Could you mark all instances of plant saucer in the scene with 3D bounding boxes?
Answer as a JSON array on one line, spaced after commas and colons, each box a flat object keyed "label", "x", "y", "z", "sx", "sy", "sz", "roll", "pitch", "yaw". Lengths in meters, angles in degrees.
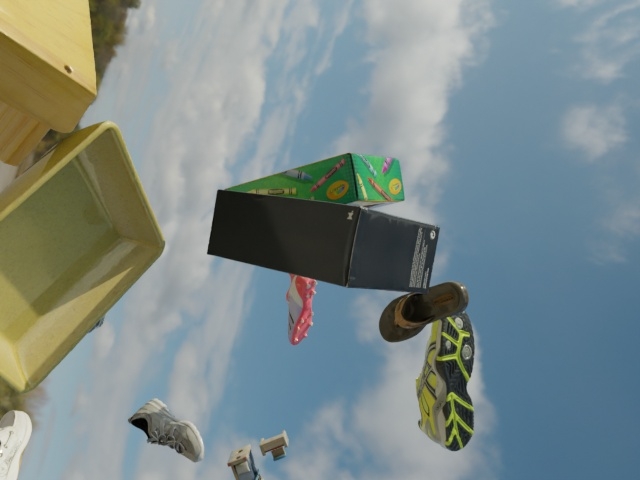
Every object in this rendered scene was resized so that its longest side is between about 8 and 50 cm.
[{"label": "plant saucer", "x": -0.396, "y": 0.022, "z": 0.889, "sx": 0.333, "sy": 0.081, "sz": 0.333, "roll": -51, "pitch": 160, "yaw": -26}]

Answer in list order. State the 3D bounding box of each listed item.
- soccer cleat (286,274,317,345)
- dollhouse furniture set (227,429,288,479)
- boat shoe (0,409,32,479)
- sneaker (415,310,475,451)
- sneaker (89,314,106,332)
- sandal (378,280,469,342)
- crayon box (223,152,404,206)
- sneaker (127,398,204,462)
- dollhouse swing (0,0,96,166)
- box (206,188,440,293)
[{"label": "soccer cleat", "x": -0.074, "y": 0.214, "z": 1.938, "sx": 0.095, "sy": 0.083, "sz": 0.248, "roll": 26, "pitch": -64, "yaw": 33}, {"label": "dollhouse furniture set", "x": -0.176, "y": 0.698, "z": 1.889, "sx": 0.129, "sy": 0.183, "sz": 0.129, "roll": 130, "pitch": -61, "yaw": -88}, {"label": "boat shoe", "x": -0.733, "y": 0.470, "z": 1.382, "sx": 0.098, "sy": 0.096, "sz": 0.277, "roll": -43, "pitch": -151, "yaw": 2}, {"label": "sneaker", "x": 0.312, "y": 0.350, "z": 1.611, "sx": 0.147, "sy": 0.145, "sz": 0.385, "roll": -1, "pitch": -95, "yaw": 53}, {"label": "sneaker", "x": -0.708, "y": 0.200, "z": 1.790, "sx": 0.102, "sy": 0.146, "sz": 0.293, "roll": 42, "pitch": -46, "yaw": 16}, {"label": "sandal", "x": 0.196, "y": 0.144, "z": 1.224, "sx": 0.219, "sy": 0.060, "sz": 0.090, "roll": -27, "pitch": -105, "yaw": 39}, {"label": "crayon box", "x": -0.013, "y": -0.080, "z": 1.079, "sx": 0.278, "sy": 0.165, "sz": 0.081, "roll": -11, "pitch": -93, "yaw": 34}, {"label": "sneaker", "x": -0.455, "y": 0.582, "z": 1.801, "sx": 0.281, "sy": 0.115, "sz": 0.105, "roll": 21, "pitch": -62, "yaw": 34}, {"label": "dollhouse swing", "x": -0.563, "y": -0.349, "z": 1.028, "sx": 0.305, "sy": 0.315, "sz": 0.347, "roll": -24, "pitch": -116, "yaw": 19}, {"label": "box", "x": 0.000, "y": 0.000, "z": 0.839, "sx": 0.261, "sy": 0.184, "sz": 0.103, "roll": 10, "pitch": -92, "yaw": 41}]
